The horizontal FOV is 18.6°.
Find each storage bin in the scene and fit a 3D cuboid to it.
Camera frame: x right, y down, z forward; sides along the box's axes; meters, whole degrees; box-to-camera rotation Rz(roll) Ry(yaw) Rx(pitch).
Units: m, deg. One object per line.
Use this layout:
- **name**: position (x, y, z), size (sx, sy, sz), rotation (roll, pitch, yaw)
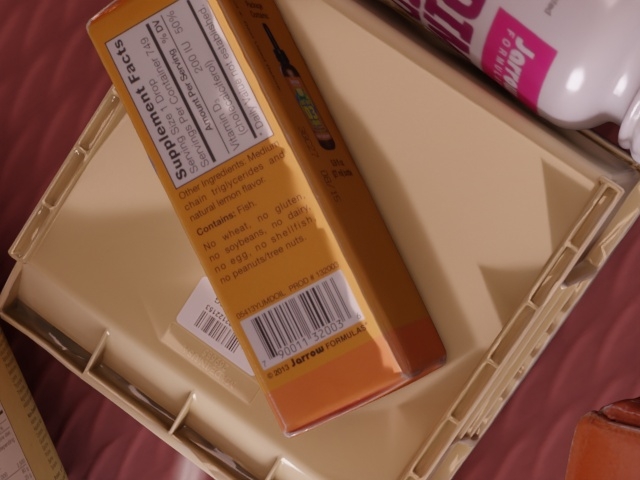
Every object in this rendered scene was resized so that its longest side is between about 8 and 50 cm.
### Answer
- **storage bin**: position (0.000, 0.000, 1.072), size (0.262, 0.123, 0.260), rotation (36, 102, 11)

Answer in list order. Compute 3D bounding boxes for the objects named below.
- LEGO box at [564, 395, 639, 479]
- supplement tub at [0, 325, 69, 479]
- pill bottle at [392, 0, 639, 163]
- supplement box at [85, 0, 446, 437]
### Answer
- **LEGO box**: position (0.384, 0.197, 0.792), size (0.500, 0.372, 0.193), rotation (13, 97, 28)
- **supplement tub**: position (-0.273, 0.109, 1.072), size (0.228, 0.228, 0.316), rotation (-20, 99, 15)
- **pill bottle**: position (0.121, -0.159, 1.003), size (0.283, 0.160, 0.160), rotation (39, 102, 14)
- **supplement box**: position (-0.026, -0.025, 0.975), size (0.080, 0.078, 0.233), rotation (-26, 85, 18)
